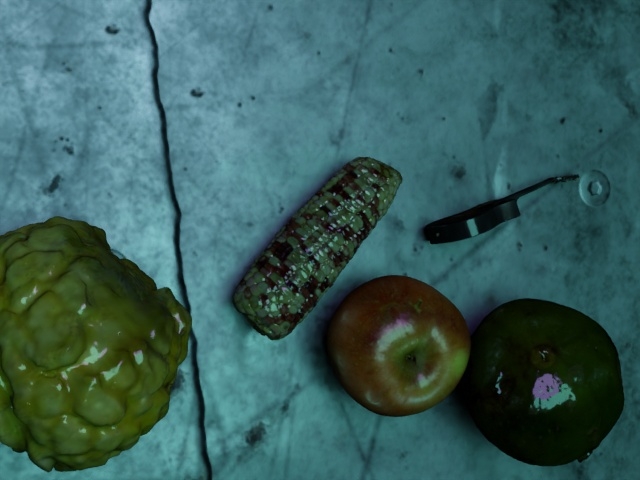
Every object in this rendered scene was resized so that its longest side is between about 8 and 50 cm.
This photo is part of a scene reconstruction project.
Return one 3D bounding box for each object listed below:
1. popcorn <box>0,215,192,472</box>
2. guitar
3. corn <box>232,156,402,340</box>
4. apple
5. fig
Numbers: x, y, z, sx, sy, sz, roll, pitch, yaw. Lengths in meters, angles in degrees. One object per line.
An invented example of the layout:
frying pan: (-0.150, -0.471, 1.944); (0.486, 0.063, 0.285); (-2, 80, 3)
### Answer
popcorn: (-0.241, 0.094, 1.043); (0.190, 0.250, 0.250); (-38, 106, 23)
guitar: (0.232, -0.043, 1.311); (0.233, 0.088, 0.025); (-21, 96, -30)
corn: (0.000, 0.000, 1.209); (0.086, 0.086, 0.253); (44, 74, -15)
apple: (0.087, 0.117, 1.217); (0.163, 0.139, 0.163); (-3, 102, -16)
fig: (0.266, 0.188, 1.276); (0.195, 0.195, 0.245); (-39, 137, -17)
